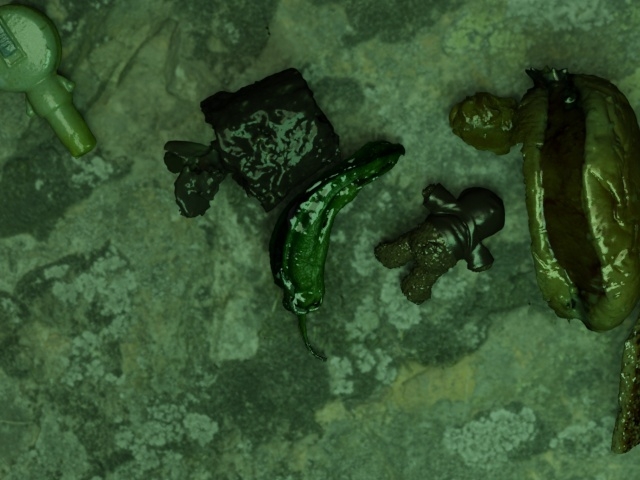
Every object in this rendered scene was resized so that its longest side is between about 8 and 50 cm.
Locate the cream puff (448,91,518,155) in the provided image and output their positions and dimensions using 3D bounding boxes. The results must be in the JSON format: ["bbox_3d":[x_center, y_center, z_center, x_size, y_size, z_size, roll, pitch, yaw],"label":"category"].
[{"bbox_3d":[0.188,-0.137,1.785,0.083,0.083,0.058,-8,56,19],"label":"cream puff"}]

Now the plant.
[{"bbox_3d":[-0.084,-0.102,1.778,0.203,0.142,0.131,-22,114,6],"label":"plant"}]

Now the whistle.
[{"bbox_3d":[-0.329,-0.183,1.831,0.104,0.057,0.198,-31,95,12],"label":"whistle"}]

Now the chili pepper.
[{"bbox_3d":[-0.001,0.000,1.828,0.122,0.065,0.278,17,110,-18],"label":"chili pepper"}]

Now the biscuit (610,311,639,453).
[{"bbox_3d":[0.375,0.116,1.755,0.026,0.131,0.236,20,121,32],"label":"biscuit"}]

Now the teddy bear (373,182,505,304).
[{"bbox_3d":[0.140,0.000,1.804,0.160,0.078,0.119,-38,91,13],"label":"teddy bear"}]

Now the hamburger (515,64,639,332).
[{"bbox_3d":[0.293,-0.039,1.714,0.132,0.211,0.308,-7,102,13],"label":"hamburger"}]
